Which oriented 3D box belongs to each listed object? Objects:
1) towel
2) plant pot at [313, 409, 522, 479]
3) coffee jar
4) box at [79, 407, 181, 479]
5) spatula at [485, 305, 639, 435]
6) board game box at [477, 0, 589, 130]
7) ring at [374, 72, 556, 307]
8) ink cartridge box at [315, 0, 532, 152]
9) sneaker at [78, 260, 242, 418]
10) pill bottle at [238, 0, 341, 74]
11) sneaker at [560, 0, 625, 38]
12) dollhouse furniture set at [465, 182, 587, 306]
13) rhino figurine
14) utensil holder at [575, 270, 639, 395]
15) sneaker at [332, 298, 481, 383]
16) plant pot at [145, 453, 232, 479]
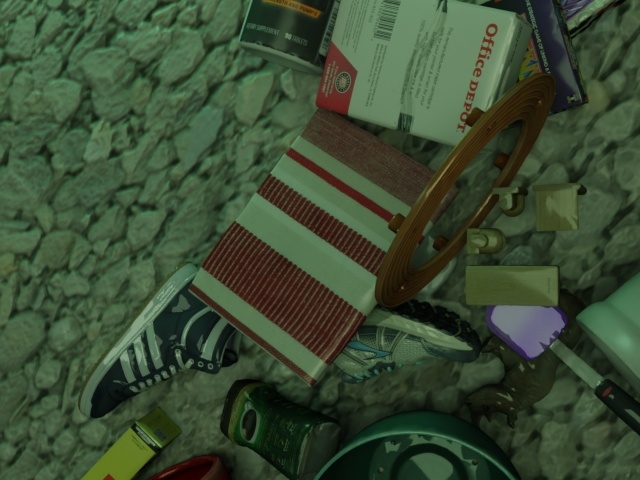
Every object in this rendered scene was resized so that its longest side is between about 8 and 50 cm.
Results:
[{"bbox_3d":[0.000,0.000,1.046,0.237,0.037,0.329,35,85,21],"label":"towel"},{"bbox_3d":[0.135,0.354,0.996,0.293,0.235,0.293,1,94,11],"label":"plant pot"},{"bbox_3d":[-0.061,0.263,1.073,0.184,0.079,0.096,18,95,44],"label":"coffee jar"},{"bbox_3d":[-0.318,0.360,1.160,0.058,0.087,0.232,45,99,5],"label":"box"},{"bbox_3d":[0.332,0.165,0.956,0.084,0.030,0.296,-49,62,8],"label":"spatula"},{"bbox_3d":[0.261,-0.240,1.015,0.141,0.048,0.170,-17,89,34],"label":"board game box"},{"bbox_3d":[0.170,-0.059,0.923,0.032,0.336,0.336,37,99,19],"label":"ring"},{"bbox_3d":[0.133,-0.227,0.999,0.237,0.100,0.172,21,104,26],"label":"ink cartridge box"},{"bbox_3d":[-0.227,0.185,1.127,0.153,0.099,0.282,39,96,9],"label":"sneaker"},{"bbox_3d":[-0.017,-0.363,1.044,0.130,0.130,0.245,19,96,9],"label":"pill bottle"},{"bbox_3d":[0.367,-0.339,1.005,0.170,0.068,0.071,-35,80,11],"label":"sneaker"},{"bbox_3d":[0.274,0.005,1.011,0.144,0.123,0.151,-1,91,23],"label":"dollhouse furniture set"},{"bbox_3d":[0.274,0.163,1.044,0.106,0.073,0.243,29,99,10],"label":"rhino figurine"},{"bbox_3d":[0.549,0.087,0.863,0.385,0.327,0.327,-43,85,8],"label":"utensil holder"},{"bbox_3d":[0.082,0.142,1.073,0.283,0.110,0.122,10,101,19],"label":"sneaker"},{"bbox_3d":[-0.195,0.428,1.089,0.191,0.191,0.174,-23,92,11],"label":"plant pot"}]
